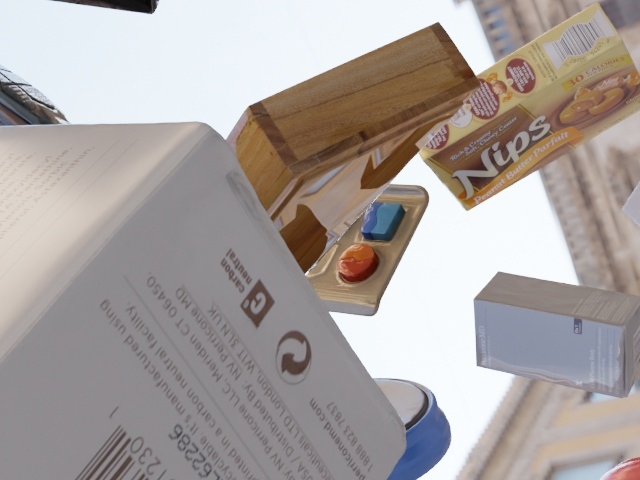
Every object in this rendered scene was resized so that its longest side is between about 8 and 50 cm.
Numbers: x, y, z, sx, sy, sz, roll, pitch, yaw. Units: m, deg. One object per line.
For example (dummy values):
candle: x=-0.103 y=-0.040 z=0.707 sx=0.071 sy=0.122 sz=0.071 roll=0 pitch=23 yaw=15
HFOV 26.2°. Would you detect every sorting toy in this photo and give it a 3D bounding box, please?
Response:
sorting toy: x=0.000 y=0.000 z=2.140 sx=0.041 sy=0.307 sz=0.229 roll=51 pitch=-126 yaw=-43

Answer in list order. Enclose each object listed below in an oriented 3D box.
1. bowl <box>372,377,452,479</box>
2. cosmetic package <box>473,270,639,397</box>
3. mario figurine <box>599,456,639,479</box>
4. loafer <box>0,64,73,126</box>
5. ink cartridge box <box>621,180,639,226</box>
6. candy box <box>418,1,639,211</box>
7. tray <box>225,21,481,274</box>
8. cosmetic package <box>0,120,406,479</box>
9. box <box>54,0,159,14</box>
bowl: x=0.013 y=0.323 z=2.216 sx=0.391 sy=0.391 sz=0.077 roll=-36 pitch=-66 yaw=-58
cosmetic package: x=0.349 y=0.135 z=2.018 sx=0.107 sy=0.237 sz=0.127 roll=-43 pitch=-47 yaw=-51
mario figurine: x=0.419 y=0.408 z=1.682 sx=0.198 sy=0.170 sz=0.321 roll=-43 pitch=-52 yaw=-32
loafer: x=-0.279 y=-0.091 z=1.331 sx=0.267 sy=0.084 sz=0.096 roll=36 pitch=-170 yaw=12
ink cartridge box: x=0.383 y=-0.058 z=1.416 sx=0.104 sy=0.180 sz=0.060 roll=-6 pitch=-136 yaw=-44
candy box: x=0.296 y=-0.183 z=1.950 sx=0.183 sy=0.316 sz=0.088 roll=42 pitch=-158 yaw=-55
tray: x=-0.033 y=-0.031 z=1.251 sx=0.202 sy=0.411 sz=0.076 roll=-27 pitch=-100 yaw=-30
cosmetic package: x=-0.222 y=0.134 z=1.029 sx=0.327 sy=0.393 sz=0.329 roll=-52 pitch=-53 yaw=-31
box: x=-0.305 y=-0.358 z=1.293 sx=0.257 sy=0.321 sz=0.079 roll=96 pitch=-178 yaw=-46
